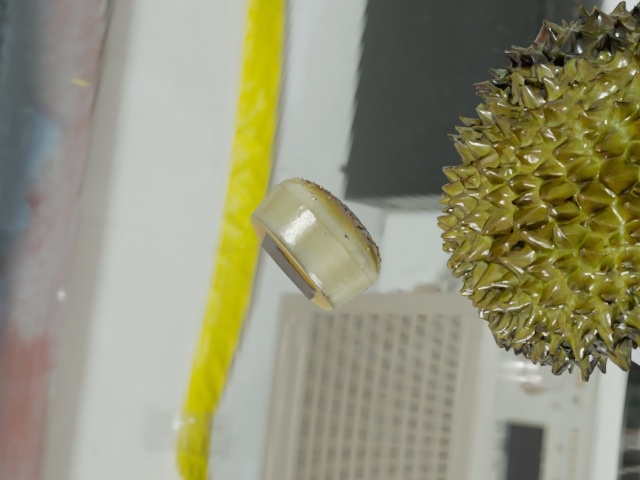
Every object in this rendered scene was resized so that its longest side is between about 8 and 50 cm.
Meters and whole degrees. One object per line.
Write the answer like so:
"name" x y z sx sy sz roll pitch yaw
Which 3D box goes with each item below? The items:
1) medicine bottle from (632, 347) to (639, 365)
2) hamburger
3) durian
"medicine bottle" 0.474 0.000 1.878 0.241 0.241 0.302 -20 24 49
"hamburger" 0.000 0.000 1.396 0.081 0.141 0.126 -40 70 -10
"durian" 0.198 -0.036 0.992 0.293 0.258 0.258 -179 98 -73
